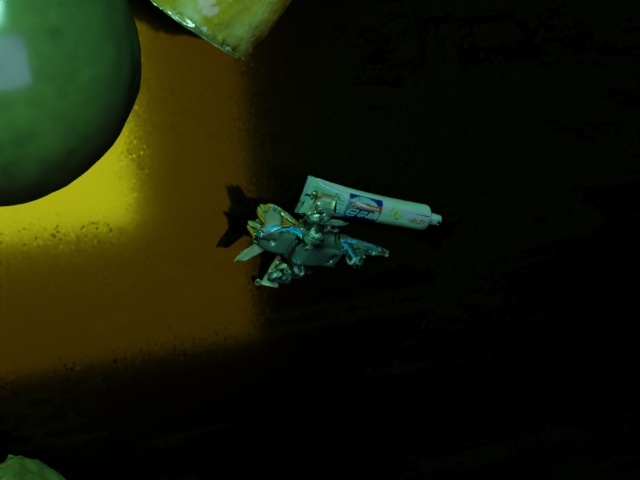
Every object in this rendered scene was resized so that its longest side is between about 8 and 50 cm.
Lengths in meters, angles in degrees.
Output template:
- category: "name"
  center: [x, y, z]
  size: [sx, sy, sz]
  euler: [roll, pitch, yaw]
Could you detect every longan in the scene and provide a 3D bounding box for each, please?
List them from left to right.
- category: "longan"
  center: [-0.277, -0.158, 1.087]
  size: [0.258, 0.258, 0.258]
  euler: [-7, 107, -23]

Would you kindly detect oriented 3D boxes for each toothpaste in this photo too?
- category: "toothpaste"
  center: [0.055, -0.035, 1.389]
  size: [0.169, 0.028, 0.045]
  euler: [10, 118, -25]

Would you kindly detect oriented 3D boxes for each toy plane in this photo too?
- category: "toy plane"
  center: [0.004, 0.008, 1.359]
  size: [0.188, 0.062, 0.135]
  euler: [17, 125, -30]

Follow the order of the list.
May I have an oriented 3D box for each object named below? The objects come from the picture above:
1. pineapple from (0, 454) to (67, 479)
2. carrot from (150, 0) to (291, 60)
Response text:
- category: "pineapple"
  center: [-0.367, 0.369, 1.252]
  size: [0.340, 0.169, 0.169]
  euler: [-45, 117, 2]
- category: "carrot"
  center: [-0.051, -0.306, 1.197]
  size: [0.196, 0.196, 0.254]
  euler: [26, 102, -28]
